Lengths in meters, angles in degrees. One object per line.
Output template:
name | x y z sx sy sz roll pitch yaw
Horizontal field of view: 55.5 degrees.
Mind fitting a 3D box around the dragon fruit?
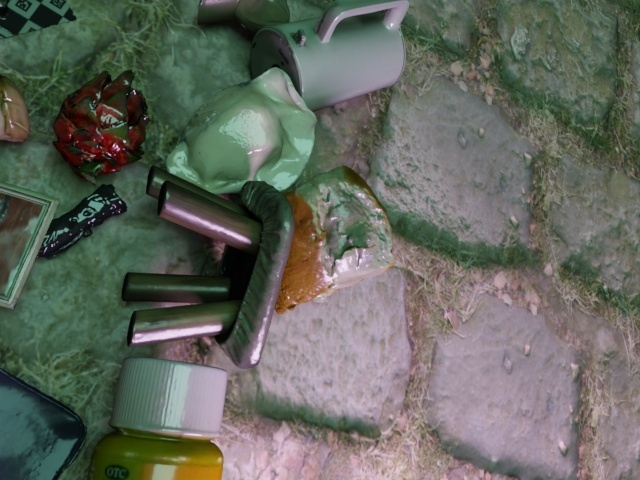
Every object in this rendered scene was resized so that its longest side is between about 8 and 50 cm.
dragon fruit | -0.409 -0.212 1.148 0.188 0.182 0.182 -33 94 -34

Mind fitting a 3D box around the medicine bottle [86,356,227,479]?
medicine bottle | -0.277 0.403 1.029 0.224 0.224 0.385 15 72 -24

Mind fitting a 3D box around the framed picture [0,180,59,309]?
framed picture | -0.623 -0.020 1.046 0.273 0.016 0.217 17 69 -10

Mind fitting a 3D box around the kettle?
kettle | 0.024 -0.436 1.386 0.318 0.205 0.265 -22 132 -29

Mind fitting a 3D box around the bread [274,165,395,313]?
bread | 0.000 0.000 1.259 0.225 0.279 0.250 -23 88 -43

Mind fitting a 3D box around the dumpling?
dumpling | -0.155 -0.196 1.270 0.318 0.187 0.243 -46 104 -9

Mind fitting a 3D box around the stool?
stool | -0.208 0.035 1.077 0.226 0.310 0.311 11 100 -23

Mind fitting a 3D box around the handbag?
handbag | -0.571 0.362 0.951 0.269 0.118 0.326 41 61 -20

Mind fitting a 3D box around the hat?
hat | -0.171 -0.493 1.356 0.173 0.166 0.144 -41 87 -20

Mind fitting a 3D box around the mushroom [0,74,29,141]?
mushroom | -0.711 -0.205 1.013 0.407 0.138 0.154 -15 54 -34

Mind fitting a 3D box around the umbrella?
umbrella | -0.474 -0.025 1.134 0.066 0.059 0.235 44 62 13

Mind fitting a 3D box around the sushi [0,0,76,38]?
sushi | -0.630 -0.515 1.182 0.219 0.047 0.231 -30 92 -30
